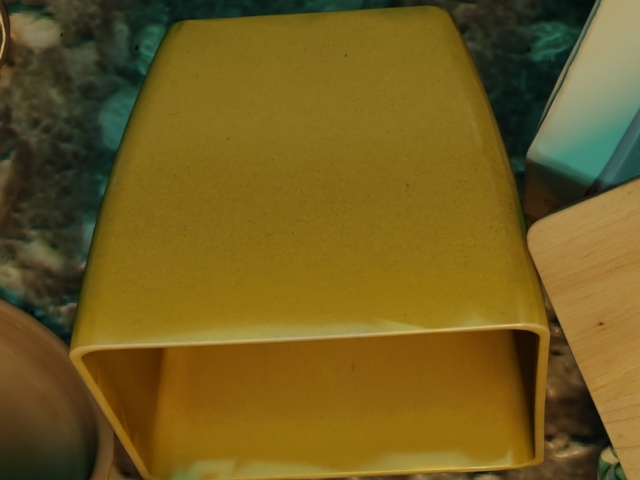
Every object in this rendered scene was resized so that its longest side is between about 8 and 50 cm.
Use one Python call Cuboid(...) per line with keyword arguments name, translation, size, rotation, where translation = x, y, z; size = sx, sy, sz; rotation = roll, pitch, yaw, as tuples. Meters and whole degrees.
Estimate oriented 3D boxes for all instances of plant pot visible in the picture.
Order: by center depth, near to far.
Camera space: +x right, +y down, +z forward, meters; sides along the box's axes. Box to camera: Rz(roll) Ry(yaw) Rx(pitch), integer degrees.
Cuboid(name="plant pot", translation=(0.000, 0.000, 0.963), size=(0.212, 0.212, 0.187), rotation=(-4, 66, 4))
Cuboid(name="plant pot", translation=(-0.232, 0.121, 0.972), size=(0.237, 0.237, 0.109), rotation=(26, 123, 9))

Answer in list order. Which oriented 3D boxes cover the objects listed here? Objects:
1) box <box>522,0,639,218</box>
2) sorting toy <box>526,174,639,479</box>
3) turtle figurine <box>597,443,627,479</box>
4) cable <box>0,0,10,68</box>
Cuboid(name="box", translation=(0.230, -0.035, 0.968), size=(0.232, 0.148, 0.126), rotation=(25, 83, 9))
Cuboid(name="sorting toy", translation=(0.260, 0.056, 0.836), size=(0.257, 0.089, 0.255), rotation=(-22, 94, 18))
Cuboid(name="turtle figurine", translation=(0.192, 0.163, 0.950), size=(0.234, 0.118, 0.175), rotation=(-43, 96, -21))
Cuboid(name="cable", translation=(-0.261, -0.217, 1.054), size=(0.139, 0.072, 0.287), rotation=(-46, 110, -2))
